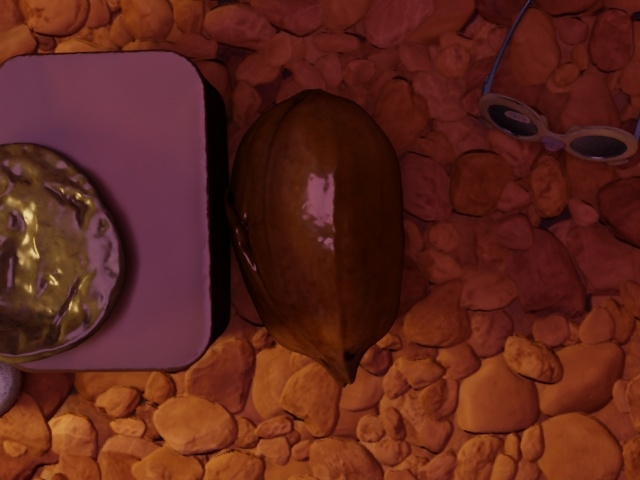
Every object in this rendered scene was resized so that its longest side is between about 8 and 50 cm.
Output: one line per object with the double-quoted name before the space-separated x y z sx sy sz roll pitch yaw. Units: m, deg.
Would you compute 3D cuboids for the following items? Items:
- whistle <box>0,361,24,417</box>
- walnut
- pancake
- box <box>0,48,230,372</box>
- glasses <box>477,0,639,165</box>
"whistle" -0.395 0.122 1.941 0.107 0.057 0.220 12 87 -1
"walnut" 0.000 0.000 1.834 0.209 0.209 0.336 -8 92 5
"pancake" -0.319 0.012 1.712 0.241 0.050 0.242 0 84 3
"box" -0.226 -0.031 1.836 0.239 0.229 0.339 -2 90 5
"glasses" 0.293 -0.207 1.863 0.189 0.088 0.221 17 92 5
